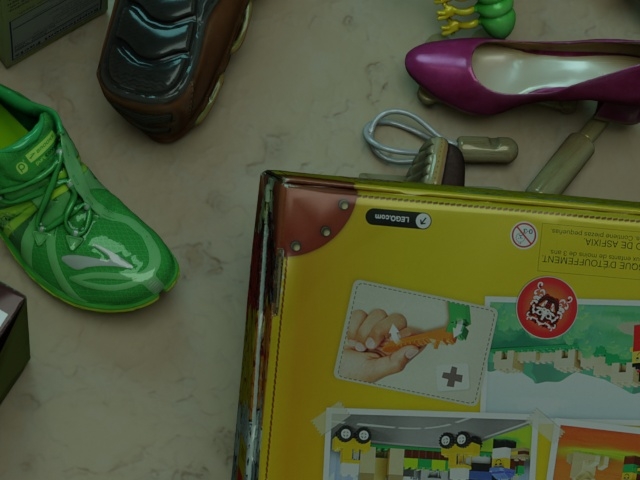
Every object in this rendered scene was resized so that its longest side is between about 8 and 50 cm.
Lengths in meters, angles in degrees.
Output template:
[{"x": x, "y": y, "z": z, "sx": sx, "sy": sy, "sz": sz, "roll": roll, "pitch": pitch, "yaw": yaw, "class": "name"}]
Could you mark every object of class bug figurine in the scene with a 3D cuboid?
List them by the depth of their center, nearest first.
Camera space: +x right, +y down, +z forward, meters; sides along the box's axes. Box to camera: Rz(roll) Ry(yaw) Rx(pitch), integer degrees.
[{"x": 0.194, "y": -0.312, "z": 1.797, "sx": 0.279, "sy": 0.216, "sz": 0.072, "roll": -35, "pitch": 41, "yaw": -21, "class": "bug figurine"}]

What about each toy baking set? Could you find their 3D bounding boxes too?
[{"x": 0.153, "y": -0.097, "z": 1.815, "sx": 0.197, "sy": 0.030, "sz": 0.256, "roll": 31, "pitch": 65, "yaw": 9, "class": "toy baking set"}]

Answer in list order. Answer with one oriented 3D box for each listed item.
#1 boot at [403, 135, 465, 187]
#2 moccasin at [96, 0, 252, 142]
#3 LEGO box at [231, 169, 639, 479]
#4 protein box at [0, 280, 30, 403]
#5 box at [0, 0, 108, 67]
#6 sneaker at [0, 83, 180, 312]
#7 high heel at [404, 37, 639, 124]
[{"x": 0.168, "y": 0.038, "z": 1.735, "sx": 0.207, "sy": 0.090, "sz": 0.248, "roll": 7, "pitch": 87, "yaw": -13, "class": "boot"}, {"x": -0.101, "y": -0.275, "z": 1.788, "sx": 0.139, "sy": 0.147, "sz": 0.380, "roll": 8, "pitch": 75, "yaw": 10, "class": "moccasin"}, {"x": 0.185, "y": 0.147, "z": 1.593, "sx": 0.500, "sy": 0.193, "sz": 0.372, "roll": 5, "pitch": 94, "yaw": -6, "class": "LEGO box"}, {"x": -0.366, "y": 0.079, "z": 1.597, "sx": 0.201, "sy": 0.200, "sz": 0.136, "roll": 30, "pitch": 70, "yaw": 3, "class": "protein box"}, {"x": -0.294, "y": -0.310, "z": 1.708, "sx": 0.117, "sy": 0.243, "sz": 0.213, "roll": -32, "pitch": 79, "yaw": -16, "class": "box"}, {"x": -0.253, "y": -0.045, "z": 1.693, "sx": 0.295, "sy": 0.123, "sz": 0.109, "roll": 41, "pitch": 72, "yaw": 5, "class": "sneaker"}, {"x": 0.204, "y": -0.166, "z": 1.770, "sx": 0.244, "sy": 0.117, "sz": 0.082, "roll": 15, "pitch": 64, "yaw": 1, "class": "high heel"}]
